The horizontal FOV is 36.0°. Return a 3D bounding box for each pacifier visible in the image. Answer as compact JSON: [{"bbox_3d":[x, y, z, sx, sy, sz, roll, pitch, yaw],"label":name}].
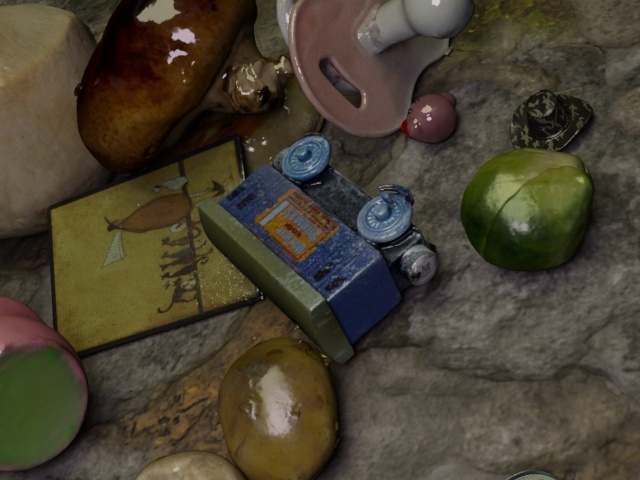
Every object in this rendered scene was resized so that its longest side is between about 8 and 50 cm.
[{"bbox_3d":[0.088,-0.300,1.370,0.273,0.220,0.332,18,61,23],"label":"pacifier"}]

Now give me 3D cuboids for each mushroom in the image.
[{"bbox_3d":[-0.198,-0.229,1.418,0.345,0.260,0.345,-51,11,14],"label":"mushroom"},{"bbox_3d":[-0.143,0.301,1.022,0.166,0.127,0.166,-8,77,39],"label":"mushroom"}]

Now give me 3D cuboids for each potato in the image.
[{"bbox_3d":[-0.045,0.186,1.081,0.137,0.137,0.176,-22,47,15],"label":"potato"}]

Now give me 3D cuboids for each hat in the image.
[{"bbox_3d":[0.286,-0.161,1.250,0.121,0.050,0.121,-20,40,18],"label":"hat"}]

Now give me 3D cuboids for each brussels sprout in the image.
[{"bbox_3d":[0.234,-0.034,1.115,0.155,0.117,0.155,-3,49,3],"label":"brussels sprout"}]

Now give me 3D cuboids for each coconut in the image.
[{"bbox_3d":[-0.516,-0.211,1.560,0.415,0.415,0.345,-45,40,-11],"label":"coconut"}]

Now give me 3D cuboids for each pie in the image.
[{"bbox_3d":[-0.143,-0.175,1.523,0.315,0.092,0.315,-20,43,19],"label":"pie"}]

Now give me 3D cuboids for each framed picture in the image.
[{"bbox_3d":[-0.244,0.013,1.397,0.339,0.014,0.255,-18,65,19],"label":"framed picture"}]

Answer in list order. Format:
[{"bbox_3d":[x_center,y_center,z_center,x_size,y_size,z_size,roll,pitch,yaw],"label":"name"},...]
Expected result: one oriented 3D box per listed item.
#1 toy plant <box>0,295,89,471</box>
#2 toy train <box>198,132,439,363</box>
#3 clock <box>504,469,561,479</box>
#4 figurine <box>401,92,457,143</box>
[{"bbox_3d":[-0.454,0.145,1.309,0.356,0.211,0.317,19,104,55],"label":"toy plant"},{"bbox_3d":[0.000,0.000,1.210,0.202,0.131,0.300,-41,45,-10],"label":"toy train"},{"bbox_3d":[0.200,0.257,0.931,0.085,0.017,0.085,-18,43,18],"label":"clock"},{"bbox_3d":[0.152,-0.166,1.331,0.067,0.071,0.083,45,89,7],"label":"figurine"}]
